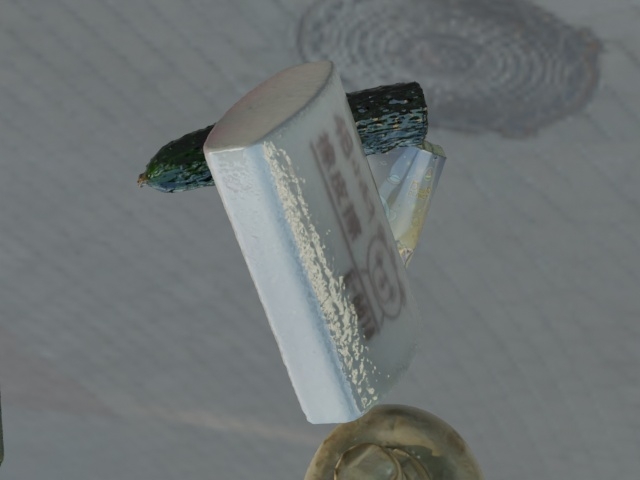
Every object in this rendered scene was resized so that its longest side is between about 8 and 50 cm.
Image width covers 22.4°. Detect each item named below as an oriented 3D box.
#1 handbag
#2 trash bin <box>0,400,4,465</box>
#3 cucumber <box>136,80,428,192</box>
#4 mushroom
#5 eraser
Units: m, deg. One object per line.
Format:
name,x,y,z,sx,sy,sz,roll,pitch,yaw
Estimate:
handbag,0.068,-0.055,1.770,0.117,0.173,0.095,17,-177,-28
trash bin,-0.328,0.098,1.124,0.122,0.164,0.240,-2,178,13
cucumber,-0.036,-0.095,1.514,0.293,0.068,0.067,-13,166,-20
mushroom,0.084,0.270,1.719,0.206,0.206,0.209,14,147,-10
eraser,0.000,0.000,1.402,0.094,0.174,0.270,-8,115,29
